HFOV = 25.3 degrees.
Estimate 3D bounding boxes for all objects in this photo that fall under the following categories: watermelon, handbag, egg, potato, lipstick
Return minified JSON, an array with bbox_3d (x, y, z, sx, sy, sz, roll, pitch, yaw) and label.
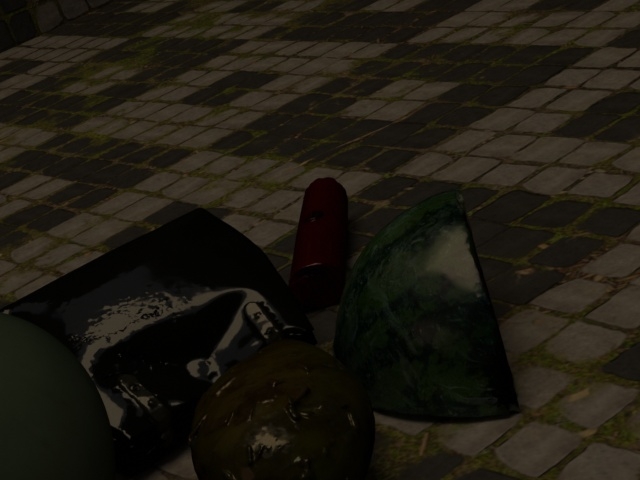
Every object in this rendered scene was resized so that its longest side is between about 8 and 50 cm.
[{"bbox_3d":[0.121,0.075,1.508,0.224,0.180,0.305,-58,16,19],"label":"watermelon"},{"bbox_3d":[-0.175,0.118,1.623,0.342,0.152,0.288,-30,36,-20],"label":"handbag"},{"bbox_3d":[-0.327,0.211,1.315,0.276,0.276,0.389,-19,20,-3],"label":"egg"},{"bbox_3d":[-0.038,0.177,1.360,0.176,0.141,0.298,-10,21,-4],"label":"potato"},{"bbox_3d":[0.001,0.000,1.858,0.073,0.073,0.279,-14,23,9],"label":"lipstick"}]
